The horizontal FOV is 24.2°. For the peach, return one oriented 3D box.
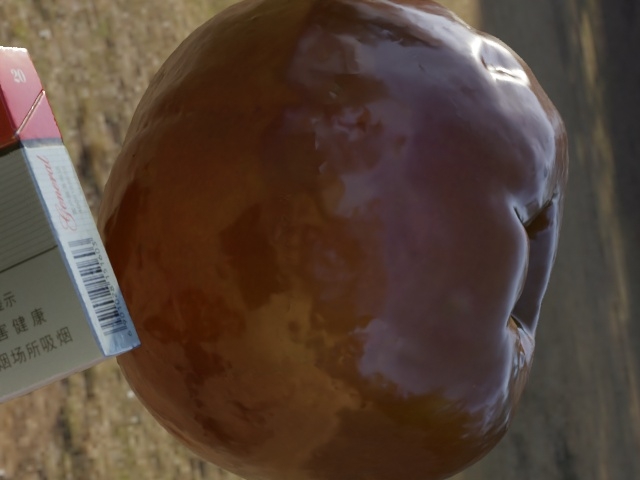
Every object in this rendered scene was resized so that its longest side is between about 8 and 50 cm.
[{"bbox_3d":[0.000,0.000,0.998,0.343,0.302,0.342,13,90,-76],"label":"peach"}]

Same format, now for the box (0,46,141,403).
[{"bbox_3d":[-0.158,-0.002,0.698,0.152,0.100,0.048,68,18,1],"label":"box"}]
